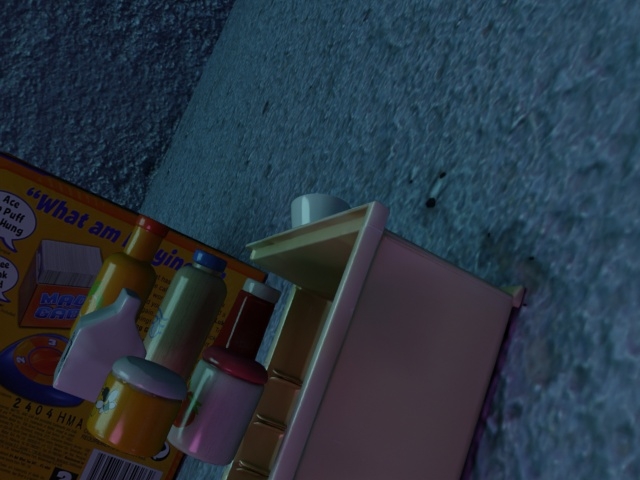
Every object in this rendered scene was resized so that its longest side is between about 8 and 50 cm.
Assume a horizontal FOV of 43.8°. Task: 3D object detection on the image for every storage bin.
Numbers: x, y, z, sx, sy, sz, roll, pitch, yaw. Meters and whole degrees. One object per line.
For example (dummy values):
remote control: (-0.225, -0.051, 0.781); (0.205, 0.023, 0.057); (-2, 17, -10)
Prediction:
storage bin: (-0.014, 0.133, 0.555); (0.260, 0.123, 0.262); (-15, 53, 66)

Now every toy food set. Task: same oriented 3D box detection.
toy food set: (-0.088, 0.052, 0.489); (0.104, 0.111, 0.232); (-66, 16, -3)

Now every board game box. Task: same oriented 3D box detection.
board game box: (-0.344, 0.114, 1.085); (0.356, 0.357, 0.356); (-65, 19, -3)

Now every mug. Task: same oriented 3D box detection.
mug: (0.002, -0.002, 0.805); (0.062, 0.078, 0.064); (-11, 59, 27)
